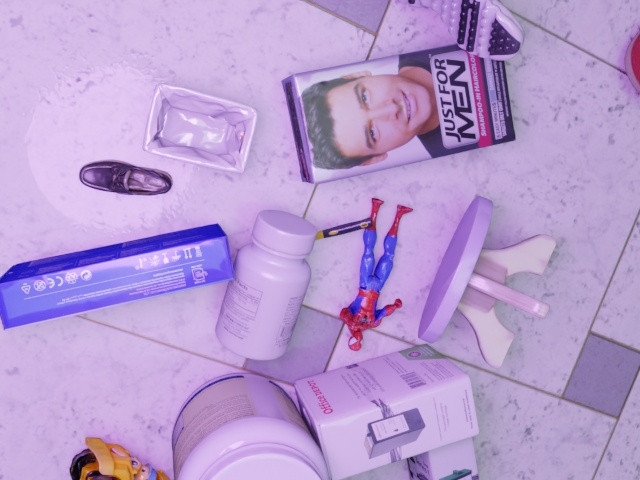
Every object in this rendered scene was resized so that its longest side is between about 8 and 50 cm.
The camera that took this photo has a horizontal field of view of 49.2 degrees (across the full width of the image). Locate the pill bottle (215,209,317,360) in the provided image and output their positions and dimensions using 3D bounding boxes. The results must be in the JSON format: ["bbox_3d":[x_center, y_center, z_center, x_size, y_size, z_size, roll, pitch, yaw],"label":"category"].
[{"bbox_3d":[-0.087,0.072,1.171,0.131,0.131,0.229,13,110,-15],"label":"pill bottle"}]

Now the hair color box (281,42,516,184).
[{"bbox_3d":[0.137,-0.227,1.221,0.374,0.113,0.185,-13,101,-11],"label":"hair color box"}]

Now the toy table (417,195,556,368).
[{"bbox_3d":[0.299,0.078,1.248,0.160,0.252,0.274,23,103,0],"label":"toy table"}]

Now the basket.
[{"bbox_3d":[-0.199,-0.182,1.151,0.167,0.103,0.113,13,95,-14],"label":"basket"}]

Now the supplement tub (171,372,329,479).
[{"bbox_3d":[-0.118,0.369,1.130,0.235,0.325,0.236,-2,98,-13],"label":"supplement tub"}]

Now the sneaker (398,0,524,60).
[{"bbox_3d":[0.242,-0.409,1.164,0.118,0.110,0.292,-28,59,-22],"label":"sneaker"}]

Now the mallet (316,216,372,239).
[{"bbox_3d":[0.000,0.000,1.234,0.189,0.039,0.062,-7,104,5],"label":"mallet"}]

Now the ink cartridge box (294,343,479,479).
[{"bbox_3d":[0.109,0.295,1.240,0.272,0.198,0.115,-14,102,-11],"label":"ink cartridge box"}]

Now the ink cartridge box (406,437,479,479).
[{"bbox_3d":[0.226,0.433,1.308,0.092,0.160,0.220,-13,99,-12],"label":"ink cartridge box"}]

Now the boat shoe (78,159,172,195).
[{"bbox_3d":[-0.322,-0.104,1.159,0.152,0.049,0.056,2,97,-14],"label":"boat shoe"}]

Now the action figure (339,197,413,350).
[{"bbox_3d":[0.102,0.073,1.245,0.091,0.139,0.281,13,97,-14],"label":"action figure"}]

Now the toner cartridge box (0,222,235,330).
[{"bbox_3d":[-0.320,0.051,1.122,0.347,0.165,0.075,-12,100,-11],"label":"toner cartridge box"}]

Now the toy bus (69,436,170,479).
[{"bbox_3d":[-0.320,0.457,1.197,0.211,0.149,0.220,7,93,-27],"label":"toy bus"}]

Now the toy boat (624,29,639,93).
[{"bbox_3d":[0.693,-0.368,1.315,0.151,0.151,0.231,38,88,-15],"label":"toy boat"}]
